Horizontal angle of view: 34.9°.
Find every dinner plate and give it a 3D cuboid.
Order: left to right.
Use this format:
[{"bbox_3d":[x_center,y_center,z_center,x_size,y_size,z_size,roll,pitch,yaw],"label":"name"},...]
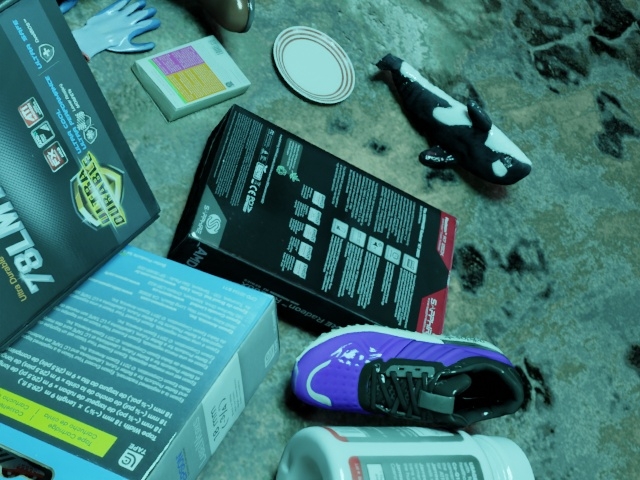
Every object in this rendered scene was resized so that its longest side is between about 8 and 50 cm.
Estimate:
[{"bbox_3d":[-0.011,-0.267,1.564,0.141,0.017,0.141,14,58,-24],"label":"dinner plate"}]

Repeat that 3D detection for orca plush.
[{"bbox_3d":[0.186,-0.169,1.576,0.287,0.151,0.102,43,81,-7],"label":"orca plush"}]

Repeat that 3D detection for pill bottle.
[{"bbox_3d":[0.103,0.303,1.210,0.283,0.161,0.161,6,61,-29],"label":"pill bottle"}]

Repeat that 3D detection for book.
[{"bbox_3d":[-0.180,-0.231,1.431,0.144,0.035,0.096,-28,77,-39],"label":"book"}]

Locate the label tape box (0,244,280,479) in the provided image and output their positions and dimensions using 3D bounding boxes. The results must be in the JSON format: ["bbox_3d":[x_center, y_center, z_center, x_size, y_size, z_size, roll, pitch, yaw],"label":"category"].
[{"bbox_3d":[-0.226,0.162,1.060,0.241,0.106,0.333,18,47,20],"label":"label tape box"}]

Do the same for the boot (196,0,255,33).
[{"bbox_3d":[-0.254,-0.370,1.398,0.280,0.096,0.264,-21,75,-38],"label":"boot"}]

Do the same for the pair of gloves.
[{"bbox_3d":[-0.315,-0.329,1.410,0.198,0.023,0.159,47,50,1],"label":"pair of gloves"}]

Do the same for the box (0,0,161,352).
[{"bbox_3d":[-0.331,-0.062,1.014,0.293,0.073,0.295,-46,129,-35],"label":"box"}]

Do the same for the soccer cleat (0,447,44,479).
[{"bbox_3d":[-0.330,0.231,1.074,0.083,0.029,0.035,18,60,-16],"label":"soccer cleat"}]

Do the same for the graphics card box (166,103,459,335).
[{"bbox_3d":[0.000,0.000,1.366,0.371,0.094,0.232,26,54,-18],"label":"graphics card box"}]

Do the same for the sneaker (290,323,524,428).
[{"bbox_3d":[0.115,0.173,1.245,0.293,0.146,0.102,0,104,-12],"label":"sneaker"}]
